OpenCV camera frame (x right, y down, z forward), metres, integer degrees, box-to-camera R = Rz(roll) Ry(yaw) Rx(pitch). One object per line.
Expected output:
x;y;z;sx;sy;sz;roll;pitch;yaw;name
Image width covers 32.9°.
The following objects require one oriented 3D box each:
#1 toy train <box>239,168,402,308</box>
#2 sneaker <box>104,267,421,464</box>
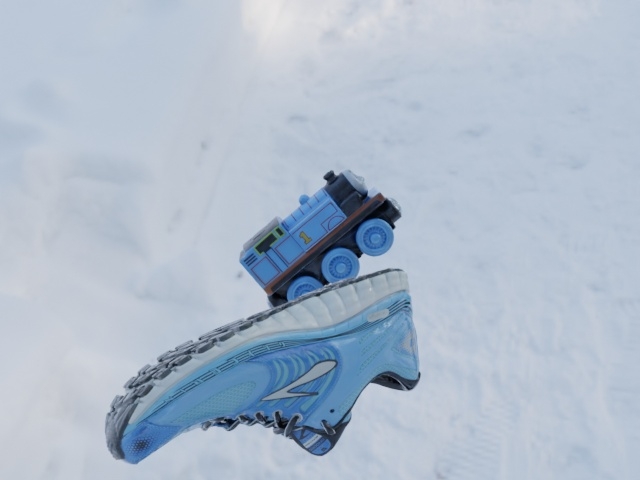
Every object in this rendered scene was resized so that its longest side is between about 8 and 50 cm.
0.000;0.000;1.193;0.184;0.105;0.080;-40;10;4;toy train
-0.017;0.068;0.490;0.162;0.073;0.063;-20;0;-25;sneaker
